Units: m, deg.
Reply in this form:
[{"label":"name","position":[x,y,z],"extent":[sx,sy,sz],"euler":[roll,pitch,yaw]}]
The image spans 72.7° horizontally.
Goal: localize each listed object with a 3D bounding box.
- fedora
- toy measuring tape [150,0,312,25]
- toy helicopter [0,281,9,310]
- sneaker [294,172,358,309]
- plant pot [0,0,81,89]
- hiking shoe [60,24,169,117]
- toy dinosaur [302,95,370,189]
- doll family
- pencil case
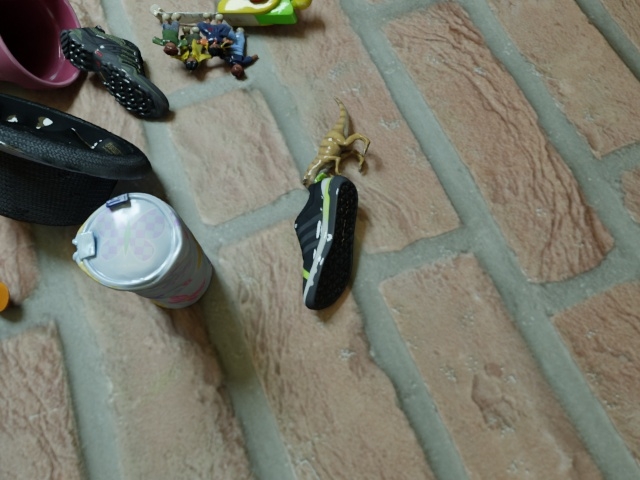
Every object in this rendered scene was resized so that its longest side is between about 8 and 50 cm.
[{"label":"fedora","position":[-0.454,-0.121,0.694],"extent":[0.334,0.334,0.152],"euler":[25,103,8]},{"label":"toy measuring tape","position":[-0.178,-0.500,0.873],"extent":[0.331,0.121,0.121],"euler":[4,71,9]},{"label":"toy helicopter","position":[-0.634,0.021,0.666],"extent":[0.140,0.235,0.355],"euler":[-50,52,12]},{"label":"sneaker","position":[0.000,0.000,0.735],"extent":[0.097,0.084,0.234],"euler":[3,75,40]},{"label":"plant pot","position":[-0.578,-0.376,0.796],"extent":[0.180,0.201,0.201],"euler":[-1,71,16]},{"label":"hiking shoe","position":[-0.365,-0.331,0.823],"extent":[0.227,0.086,0.114],"euler":[39,51,-5]},{"label":"toy dinosaur","position":[0.035,-0.183,0.791],"extent":[0.112,0.064,0.211],"euler":[22,72,8]},{"label":"doll family","position":[-0.222,-0.378,0.851],"extent":[0.193,0.076,0.111],"euler":[-6,67,-6]},{"label":"pencil case","position":[-0.229,0.031,0.609],"extent":[0.124,0.273,0.113],"euler":[-24,80,-10]}]
